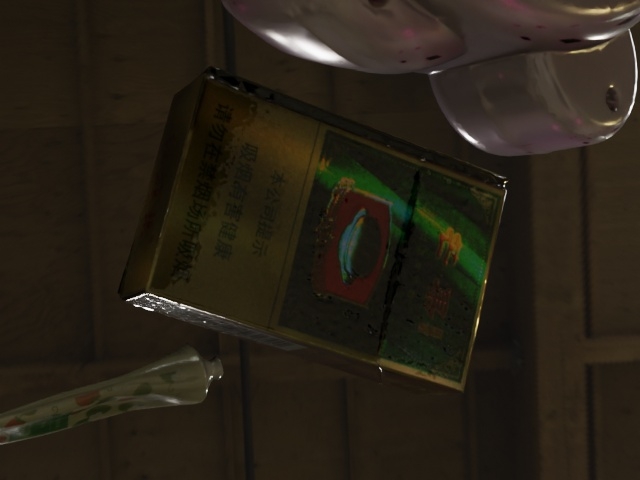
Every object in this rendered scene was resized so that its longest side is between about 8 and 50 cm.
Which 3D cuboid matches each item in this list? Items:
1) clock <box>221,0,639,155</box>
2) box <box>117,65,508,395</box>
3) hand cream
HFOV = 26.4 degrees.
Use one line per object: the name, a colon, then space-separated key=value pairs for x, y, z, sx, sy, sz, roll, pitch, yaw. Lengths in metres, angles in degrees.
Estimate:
clock: x=0.040 y=-0.208 z=0.572 sx=0.322 sy=0.113 sz=0.295 roll=36 pitch=-118 yaw=-35
box: x=0.000 y=0.000 z=0.926 sx=0.240 sy=0.071 sz=0.159 roll=18 pitch=-107 yaw=-21
hand cream: x=-0.135 y=0.096 z=0.797 sx=0.165 sy=0.057 sz=0.037 roll=-15 pitch=-106 yaw=-21
